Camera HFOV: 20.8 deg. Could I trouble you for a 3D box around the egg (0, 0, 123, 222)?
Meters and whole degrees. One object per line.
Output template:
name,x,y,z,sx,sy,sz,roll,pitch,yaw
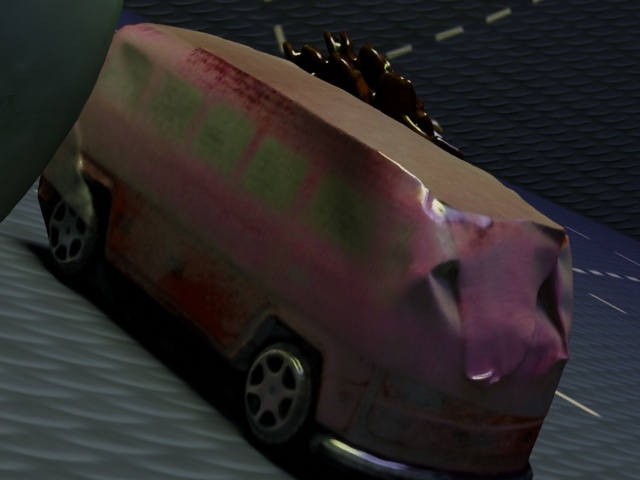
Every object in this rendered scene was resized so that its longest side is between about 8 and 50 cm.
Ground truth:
egg,-0.213,-0.112,0.426,0.389,0.276,0.276,29,8,32

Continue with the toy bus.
toy bus,-0.012,0.004,0.812,0.127,0.147,0.302,11,15,-41

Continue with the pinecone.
pinecone,-0.006,-0.033,1.028,0.163,0.165,0.163,59,-3,5
